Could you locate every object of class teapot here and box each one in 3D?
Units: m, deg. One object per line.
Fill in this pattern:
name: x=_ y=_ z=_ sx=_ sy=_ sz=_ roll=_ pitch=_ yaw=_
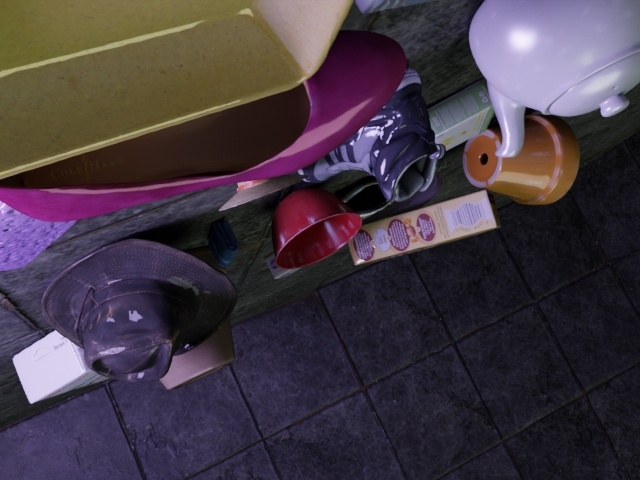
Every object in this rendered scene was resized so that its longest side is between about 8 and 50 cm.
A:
teapot: x=0.324 y=-0.241 z=0.808 sx=0.252 sy=0.187 sz=0.256 roll=-26 pitch=170 yaw=-2

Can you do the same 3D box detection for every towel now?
towel: x=-0.181 y=0.009 z=1.219 sx=0.029 sy=0.067 sz=0.119 roll=-24 pitch=171 yaw=-23

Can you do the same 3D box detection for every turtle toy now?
turtle toy: x=-0.032 y=-0.028 z=1.380 sx=0.066 sy=0.095 sz=0.130 roll=-1 pitch=164 yaw=-12

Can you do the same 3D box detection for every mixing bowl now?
mixing bowl: x=-0.023 y=-0.035 z=1.251 sx=0.181 sy=0.098 sz=0.181 roll=-24 pitch=158 yaw=-11

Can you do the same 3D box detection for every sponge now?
sponge: x=-0.346 y=-0.015 z=0.754 sx=0.210 sy=0.031 sz=0.117 roll=-31 pitch=169 yaw=34

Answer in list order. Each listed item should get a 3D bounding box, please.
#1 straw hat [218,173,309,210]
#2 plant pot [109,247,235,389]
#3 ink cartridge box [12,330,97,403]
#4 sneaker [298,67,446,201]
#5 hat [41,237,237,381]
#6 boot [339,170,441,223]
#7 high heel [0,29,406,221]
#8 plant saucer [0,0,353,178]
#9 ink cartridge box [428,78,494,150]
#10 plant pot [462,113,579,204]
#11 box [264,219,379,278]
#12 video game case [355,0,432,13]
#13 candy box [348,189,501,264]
straw hat: x=-0.089 y=-0.093 z=0.917 sx=0.144 sy=0.061 sz=0.144 roll=-20 pitch=-173 yaw=3
plant pot: x=-0.287 y=0.171 z=1.344 sx=0.263 sy=0.229 sz=0.263 roll=-24 pitch=170 yaw=-4
ink cartridge box: x=-0.527 y=0.261 z=1.543 sx=0.201 sy=0.117 sz=0.278 roll=-30 pitch=169 yaw=26
sneaker: x=0.066 y=-0.112 z=0.937 sx=0.101 sy=0.153 sz=0.268 roll=-18 pitch=168 yaw=-38
hat: x=-0.301 y=0.151 z=1.093 sx=0.331 sy=0.134 sz=0.331 roll=-4 pitch=137 yaw=-4
boot: x=0.155 y=-0.097 z=1.433 sx=0.258 sy=0.095 sz=0.123 roll=-24 pitch=178 yaw=-6
high heel: x=-0.101 y=-0.103 z=0.590 sx=0.377 sy=0.127 sz=0.181 roll=-23 pitch=-178 yaw=7
plant saucer: x=-0.121 y=-0.163 z=0.381 sx=0.333 sy=0.081 sz=0.333 roll=-22 pitch=171 yaw=-21
ink cartridge box: x=0.188 y=-0.186 z=1.173 sx=0.235 sy=0.056 sz=0.171 roll=-28 pitch=171 yaw=3
plant pot: x=0.430 y=-0.181 z=1.473 sx=0.188 sy=0.205 sz=0.205 roll=-2 pitch=160 yaw=-28
box: x=0.000 y=0.000 z=1.665 sx=0.324 sy=0.067 sz=0.063 roll=-30 pitch=169 yaw=31
video game case: x=0.147 y=-0.285 z=0.593 sx=0.183 sy=0.023 sz=0.201 roll=-21 pitch=170 yaw=-28
candy box: x=0.234 y=-0.026 z=1.482 sx=0.316 sy=0.087 sz=0.183 roll=-16 pitch=175 yaw=18
